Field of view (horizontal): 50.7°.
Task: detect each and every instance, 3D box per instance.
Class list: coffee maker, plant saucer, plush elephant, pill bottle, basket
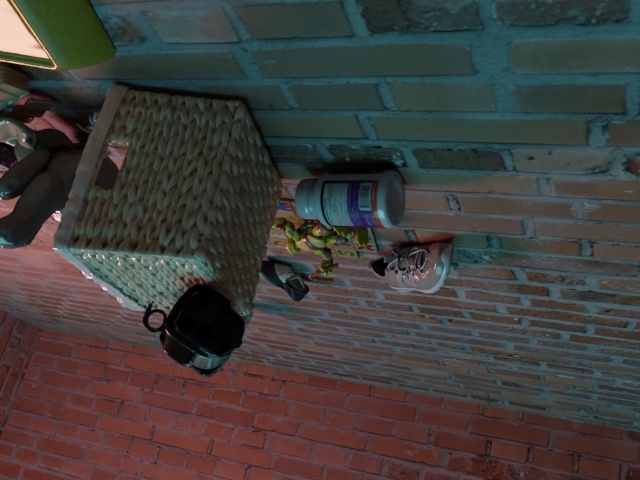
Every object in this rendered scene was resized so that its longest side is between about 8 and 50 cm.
[{"bbox_3d":[-0.222,0.151,1.150,0.171,0.120,0.178,12,157,-10],"label":"coffee maker"},{"bbox_3d":[-0.509,-0.361,0.969,0.332,0.081,0.333,10,159,9],"label":"plant saucer"},{"bbox_3d":[-0.527,-0.119,1.337,0.255,0.330,0.271,18,179,40],"label":"plush elephant"},{"bbox_3d":[0.053,-0.078,1.278,0.193,0.108,0.108,2,156,29],"label":"pill bottle"},{"bbox_3d":[-0.252,-0.053,1.240,0.266,0.329,0.331,7,157,13],"label":"basket"}]

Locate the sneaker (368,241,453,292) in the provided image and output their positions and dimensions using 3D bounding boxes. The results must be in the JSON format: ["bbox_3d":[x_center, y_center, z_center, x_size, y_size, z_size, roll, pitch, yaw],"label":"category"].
[{"bbox_3d":[0.200,0.062,1.539,0.115,0.105,0.281,21,158,-17],"label":"sneaker"}]

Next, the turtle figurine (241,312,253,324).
[{"bbox_3d":[-0.347,0.247,2.279,0.197,0.275,0.266,-21,-176,23],"label":"turtle figurine"}]

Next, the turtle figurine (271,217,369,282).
[{"bbox_3d":[0.000,0.000,1.511,0.217,0.087,0.269,-17,135,40],"label":"turtle figurine"}]

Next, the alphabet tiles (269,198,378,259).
[{"bbox_3d":[-0.039,-0.028,1.598,0.342,0.011,0.285,8,158,15],"label":"alphabet tiles"}]

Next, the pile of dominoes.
[{"bbox_3d":[-0.650,-0.248,1.267,0.251,0.040,0.196,-20,167,21],"label":"pile of dominoes"}]

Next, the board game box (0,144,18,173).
[{"bbox_3d":[-0.878,-0.218,1.559,0.346,0.056,0.208,10,174,10],"label":"board game box"}]

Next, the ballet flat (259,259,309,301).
[{"bbox_3d":[-0.098,0.105,1.907,0.074,0.074,0.203,-3,147,37],"label":"ballet flat"}]
